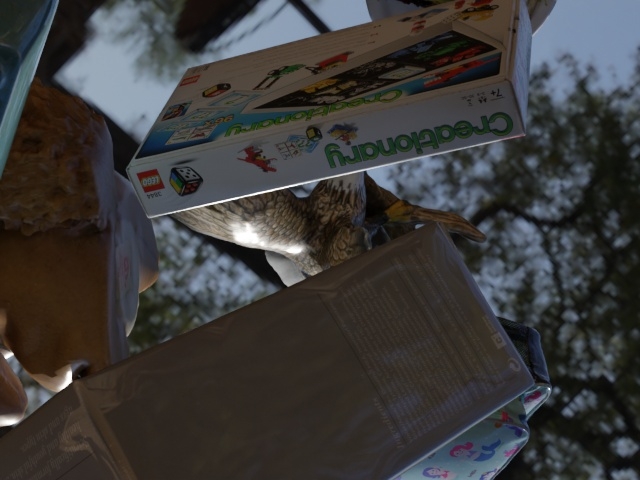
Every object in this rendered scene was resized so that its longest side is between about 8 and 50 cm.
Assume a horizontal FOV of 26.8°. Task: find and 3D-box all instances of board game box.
[{"bbox_3d":[0.014,-0.114,1.076,0.305,0.053,0.193,-11,-152,17],"label":"board game box"}]

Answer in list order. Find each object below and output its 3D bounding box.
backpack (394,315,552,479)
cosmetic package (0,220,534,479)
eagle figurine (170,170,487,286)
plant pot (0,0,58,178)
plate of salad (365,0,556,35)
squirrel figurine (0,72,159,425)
[{"bbox_3d":[0.108,0.178,1.527,0.191,0.253,0.225,-85,-159,-47],"label":"backpack"},{"bbox_3d":[-0.027,0.086,0.603,0.238,0.107,0.127,-18,165,-47],"label":"cosmetic package"},{"bbox_3d":[-0.001,-0.011,1.271,0.226,0.225,0.298,-10,-167,26],"label":"eagle figurine"},{"bbox_3d":[-0.310,-0.126,0.924,0.248,0.247,0.252,-67,-149,21],"label":"plant pot"},{"bbox_3d":[0.140,-0.247,1.261,0.200,0.200,0.048,-42,-149,13],"label":"plate of salad"},{"bbox_3d":[-0.381,0.007,1.339,0.370,0.397,0.281,-1,-134,4],"label":"squirrel figurine"}]
